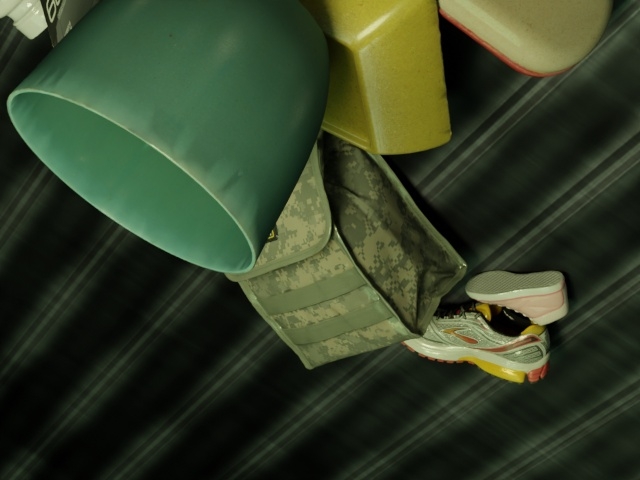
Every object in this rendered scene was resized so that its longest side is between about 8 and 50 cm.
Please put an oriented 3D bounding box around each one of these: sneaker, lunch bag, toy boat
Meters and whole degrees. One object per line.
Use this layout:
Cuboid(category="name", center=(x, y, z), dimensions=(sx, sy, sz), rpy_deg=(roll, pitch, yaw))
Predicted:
Cuboid(category="sneaker", center=(0.196, 0.109, 2.323), dimensions=(0.225, 0.088, 0.093), rpy_deg=(14, 120, 17))
Cuboid(category="lunch bag", center=(0.000, 0.000, 2.235), dimensions=(0.235, 0.169, 0.287), rpy_deg=(-20, 115, 48))
Cuboid(category="sneaker", center=(0.253, 0.077, 2.259), dimensions=(0.134, 0.051, 0.070), rpy_deg=(-3, 128, 28))
Cuboid(category="toy boat", center=(0.188, -0.268, 1.852), dimensions=(0.231, 0.151, 0.151), rpy_deg=(36, 172, -10))

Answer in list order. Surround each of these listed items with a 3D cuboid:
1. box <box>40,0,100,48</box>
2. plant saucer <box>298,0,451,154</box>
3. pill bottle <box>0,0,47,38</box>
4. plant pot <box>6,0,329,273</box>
Cuboid(category="box", center=(-0.237, -0.355, 1.909), dimensions=(0.076, 0.242, 0.307), rpy_deg=(-6, 152, -26))
Cuboid(category="plant saucer", center=(-0.028, -0.223, 1.933), dimensions=(0.333, 0.081, 0.333), rpy_deg=(27, 161, 19))
Cuboid(category="pill bottle", center=(-0.389, -0.329, 2.128), dimensions=(0.180, 0.108, 0.108), rpy_deg=(42, 140, -18))
Cuboid(category="plant pot", center=(-0.127, -0.146, 1.791), dimensions=(0.293, 0.235, 0.293), rpy_deg=(29, 161, 11))
